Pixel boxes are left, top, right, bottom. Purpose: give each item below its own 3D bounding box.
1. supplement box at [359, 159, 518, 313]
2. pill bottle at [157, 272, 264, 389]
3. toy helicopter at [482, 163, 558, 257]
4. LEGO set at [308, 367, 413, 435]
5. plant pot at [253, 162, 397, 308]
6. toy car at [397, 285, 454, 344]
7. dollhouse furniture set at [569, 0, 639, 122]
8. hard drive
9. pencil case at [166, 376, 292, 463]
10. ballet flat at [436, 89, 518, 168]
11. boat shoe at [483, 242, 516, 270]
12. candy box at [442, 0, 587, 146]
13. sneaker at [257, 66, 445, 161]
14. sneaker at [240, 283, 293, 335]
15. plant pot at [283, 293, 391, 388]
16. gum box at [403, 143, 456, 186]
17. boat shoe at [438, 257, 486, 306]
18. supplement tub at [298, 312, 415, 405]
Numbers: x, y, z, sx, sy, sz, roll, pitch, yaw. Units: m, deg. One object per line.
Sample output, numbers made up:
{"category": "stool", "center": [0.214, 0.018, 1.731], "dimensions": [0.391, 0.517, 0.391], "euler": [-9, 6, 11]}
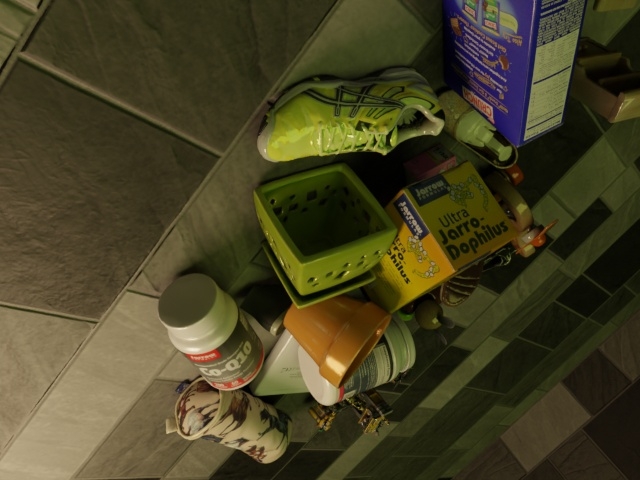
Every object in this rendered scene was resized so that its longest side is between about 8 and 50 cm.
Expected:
{"category": "supplement box", "center": [0.224, 0.012, 1.285], "dimensions": [0.194, 0.195, 0.356], "euler": [-25, 167, -27]}
{"category": "pill bottle", "center": [-0.243, 0.209, 1.296], "dimensions": [0.161, 0.161, 0.283], "euler": [-30, 140, -7]}
{"category": "toy helicopter", "center": [0.536, -0.046, 1.547], "dimensions": [0.140, 0.235, 0.355], "euler": [-39, 141, 3]}
{"category": "LEGO set", "center": [0.133, 0.497, 1.796], "dimensions": [0.255, 0.192, 0.331], "euler": [-1, 128, -49]}
{"category": "plant pot", "center": [0.000, 0.000, 1.227], "dimensions": [0.228, 0.227, 0.207], "euler": [-19, 144, -21]}
{"category": "toy car", "center": [0.328, 0.205, 1.679], "dimensions": [0.149, 0.188, 0.155], "euler": [-17, 137, -22]}
{"category": "dollhouse furniture set", "center": [0.637, -0.484, 1.176], "dimensions": [0.363, 0.256, 0.393], "euler": [-16, 136, -23]}
{"category": "hard drive", "center": [-0.027, 0.302, 1.632], "dimensions": [0.233, 0.047, 0.353], "euler": [9, 123, -41]}
{"category": "pencil case", "center": [-0.234, 0.506, 1.596], "dimensions": [0.184, 0.159, 0.410], "euler": [-22, 143, 17]}
{"category": "ballet flat", "center": [0.374, -0.250, 1.333], "dimensions": [0.316, 0.106, 0.107], "euler": [19, 116, -45]}
{"category": "boat shoe", "center": [0.546, 0.049, 1.777], "dimensions": [0.220, 0.070, 0.077], "euler": [-21, 138, -17]}
{"category": "candy box", "center": [0.340, -0.379, 1.056], "dimensions": [0.122, 0.268, 0.317], "euler": [-24, 140, -9]}
{"category": "sneaker", "center": [0.066, -0.231, 1.099], "dimensions": [0.385, 0.147, 0.145], "euler": [-21, 140, -16]}
{"category": "sneaker", "center": [-0.087, 0.124, 1.399], "dimensions": [0.222, 0.118, 0.083], "euler": [-40, 159, -45]}
{"category": "plant pot", "center": [0.027, 0.197, 1.308], "dimensions": [0.205, 0.188, 0.205], "euler": [-49, 163, -20]}
{"category": "gum box", "center": [0.273, -0.131, 1.411], "dimensions": [0.107, 0.062, 0.188], "euler": [-29, 140, -9]}
{"category": "boat shoe", "center": [0.411, 0.072, 1.637], "dimensions": [0.095, 0.095, 0.257], "euler": [34, 83, -9]}
{"category": "supplement tub", "center": [0.094, 0.308, 1.537], "dimensions": [0.273, 0.191, 0.191], "euler": [-16, 136, -23]}
